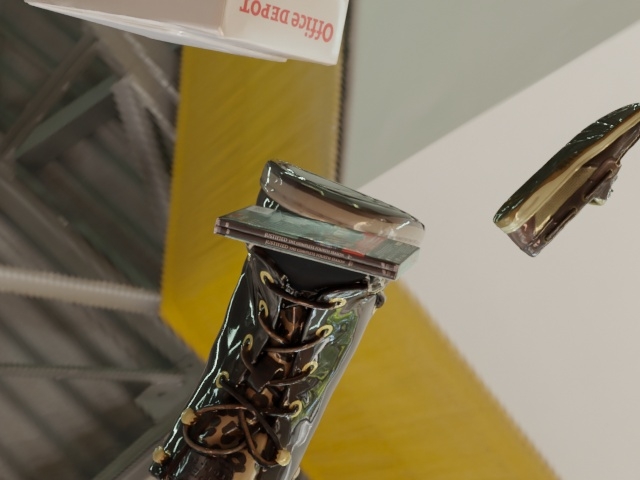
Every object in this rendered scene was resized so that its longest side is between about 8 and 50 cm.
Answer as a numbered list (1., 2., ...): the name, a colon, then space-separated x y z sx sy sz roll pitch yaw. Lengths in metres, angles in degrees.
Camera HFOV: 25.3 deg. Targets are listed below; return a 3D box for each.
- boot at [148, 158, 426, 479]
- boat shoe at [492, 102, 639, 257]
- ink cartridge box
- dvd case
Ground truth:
1. boot: -0.036 0.090 1.184 0.138 0.377 0.284 25 -94 0
2. boat shoe: 0.295 -0.068 1.613 0.223 0.080 0.073 -39 -79 -12
3. ink cartridge box: -0.076 -0.253 1.000 0.171 0.168 0.233 3 -81 -63
4. dvd case: 0.000 0.000 0.917 0.119 0.087 0.013 16 -80 10
